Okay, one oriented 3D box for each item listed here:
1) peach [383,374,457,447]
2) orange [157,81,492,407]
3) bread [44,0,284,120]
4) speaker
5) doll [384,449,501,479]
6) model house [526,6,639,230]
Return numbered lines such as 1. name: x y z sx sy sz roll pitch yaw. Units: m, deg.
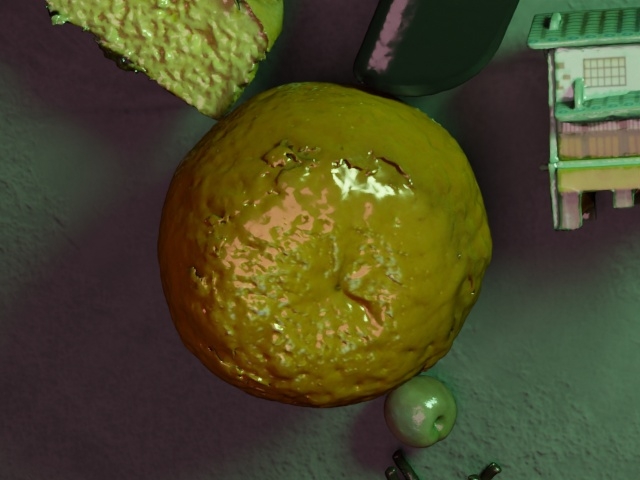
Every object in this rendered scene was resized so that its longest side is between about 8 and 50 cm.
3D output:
1. peach: 0.110 0.189 1.755 0.083 0.083 0.083 4 108 13
2. orange: 0.000 0.000 1.607 0.340 0.293 0.341 -3 113 -6
3. bread: -0.148 -0.260 1.644 0.260 0.147 0.160 31 121 7
4. speaker: 0.187 -0.310 1.527 0.184 0.180 0.388 24 111 0
5. doll: 0.145 0.324 1.802 0.139 0.057 0.165 3 113 10
6. model house: 0.325 -0.121 1.538 0.224 0.198 0.215 -2 94 15
